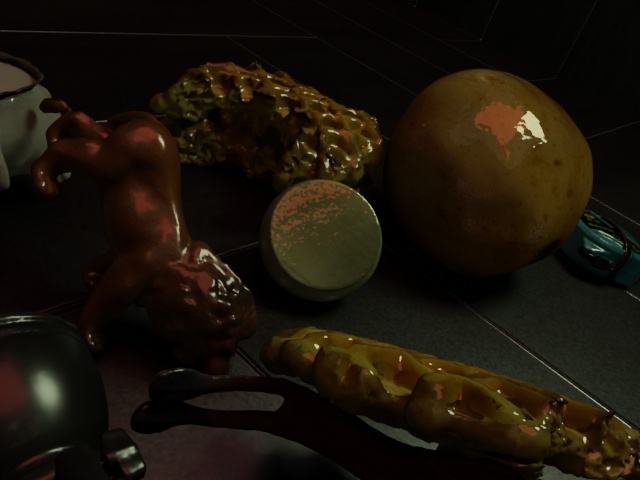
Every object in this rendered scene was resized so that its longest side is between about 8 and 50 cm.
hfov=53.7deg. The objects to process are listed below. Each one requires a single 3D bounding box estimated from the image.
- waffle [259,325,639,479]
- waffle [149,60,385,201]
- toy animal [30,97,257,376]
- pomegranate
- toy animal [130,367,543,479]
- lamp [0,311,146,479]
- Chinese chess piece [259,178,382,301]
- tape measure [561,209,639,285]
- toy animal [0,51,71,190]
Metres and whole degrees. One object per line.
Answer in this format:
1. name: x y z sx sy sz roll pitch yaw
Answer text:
1. waffle: 0.090 0.107 0.426 0.291 0.051 0.291 16 -8 2
2. waffle: -0.062 -0.143 0.908 0.324 0.151 0.261 34 36 19
3. toy animal: -0.162 -0.012 0.589 0.158 0.312 0.097 -16 -2 -2
4. pomegranate: 0.231 -0.087 0.882 0.308 0.307 0.307 15 31 -10
5. toy animal: 0.055 0.191 0.473 0.284 0.225 0.302 35 12 25
6. lamp: -0.147 0.160 0.352 0.147 0.172 0.227 -12 42 -45
7. Chinese chess piece: 0.000 0.000 0.735 0.144 0.058 0.144 4 73 -12
8. tape measure: 0.463 0.006 1.046 0.125 0.080 0.146 19 30 -9
9. toy animal: -0.395 -0.085 0.607 0.325 0.154 0.208 -18 42 -41
